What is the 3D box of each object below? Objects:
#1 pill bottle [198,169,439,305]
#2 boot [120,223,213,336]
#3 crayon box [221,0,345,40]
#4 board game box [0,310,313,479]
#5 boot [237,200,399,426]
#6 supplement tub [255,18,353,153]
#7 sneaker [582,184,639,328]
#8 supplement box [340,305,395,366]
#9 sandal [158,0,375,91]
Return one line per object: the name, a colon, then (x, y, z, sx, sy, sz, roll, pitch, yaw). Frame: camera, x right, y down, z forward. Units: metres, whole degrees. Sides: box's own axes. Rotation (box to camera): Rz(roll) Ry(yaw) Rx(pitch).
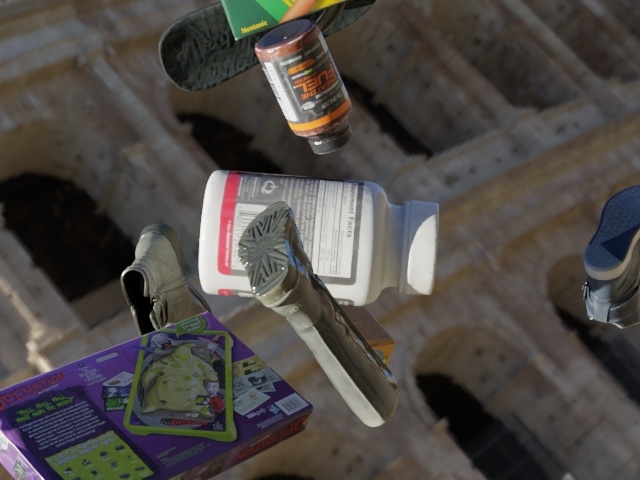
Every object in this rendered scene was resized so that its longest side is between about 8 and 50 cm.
pill bottle: (0.000, 0.000, 1.708, 0.318, 0.176, 0.176, 5, -20, 2)
boot: (-0.233, 0.111, 1.823, 0.083, 0.246, 0.161, -10, 30, 15)
crayon box: (0.007, -0.471, 1.612, 0.363, 0.313, 0.106, -19, 10, 5)
board game box: (-0.199, 0.203, 1.425, 0.347, 0.208, 0.056, -19, -38, -43)
boot: (0.003, 0.076, 1.310, 0.076, 0.208, 0.189, -35, 30, 19)
supplement tub: (-0.017, -0.234, 1.900, 0.106, 0.198, 0.106, -21, 27, 11)
sneaker: (0.469, 0.030, 1.894, 0.226, 0.086, 0.163, -48, -42, -34)
supplement box: (0.029, 0.135, 2.013, 0.080, 0.233, 0.078, -6, -57, -31)
sandal: (-0.061, -0.382, 2.071, 0.446, 0.167, 0.107, -32, 22, 1)
